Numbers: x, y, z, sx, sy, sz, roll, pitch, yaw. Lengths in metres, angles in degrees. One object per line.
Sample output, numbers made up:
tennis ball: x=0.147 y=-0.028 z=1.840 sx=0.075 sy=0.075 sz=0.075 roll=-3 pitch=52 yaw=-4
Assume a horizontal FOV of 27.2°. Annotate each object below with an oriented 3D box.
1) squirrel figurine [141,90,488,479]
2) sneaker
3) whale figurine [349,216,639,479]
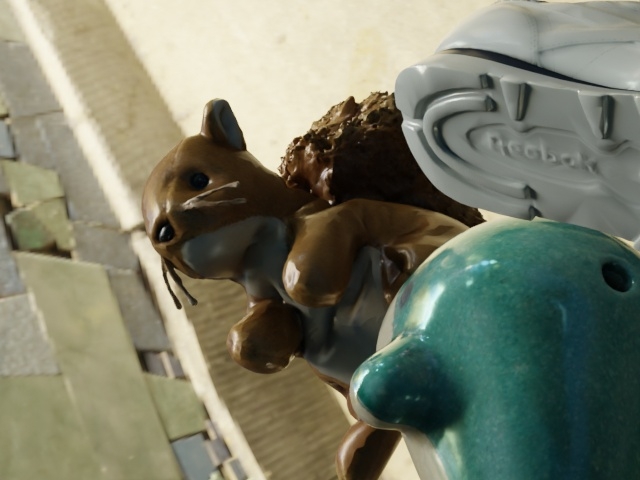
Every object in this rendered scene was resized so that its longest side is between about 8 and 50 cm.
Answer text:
squirrel figurine: x=0.000 y=0.000 z=1.451 sx=0.370 sy=0.397 sz=0.281 roll=30 pitch=127 yaw=7
sneaker: x=0.144 y=-0.045 z=0.494 sx=0.235 sy=0.095 sz=0.090 roll=24 pitch=139 yaw=31
whale figurine: x=0.124 y=0.097 z=0.699 sx=0.216 sy=0.272 sz=0.141 roll=22 pitch=131 yaw=-12
